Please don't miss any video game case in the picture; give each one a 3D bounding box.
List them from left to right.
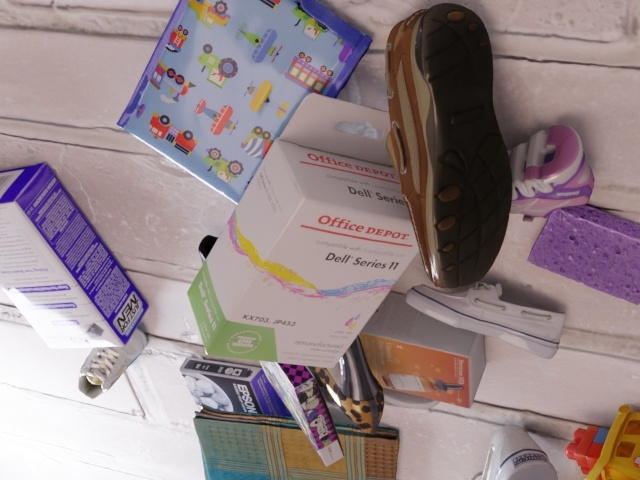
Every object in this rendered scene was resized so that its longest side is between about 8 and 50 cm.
[{"bbox_3d":[-0.051,0.221,1.713,0.232,0.041,0.210,50,164,45],"label":"video game case"}]

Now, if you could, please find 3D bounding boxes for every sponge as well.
[{"bbox_3d":[0.383,0.023,1.364,0.210,0.031,0.117,22,141,8],"label":"sponge"}]

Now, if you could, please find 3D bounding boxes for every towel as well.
[{"bbox_3d":[-0.042,0.407,1.970,0.370,0.040,0.271,6,138,6],"label":"towel"}]

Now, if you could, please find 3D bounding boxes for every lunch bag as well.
[{"bbox_3d":[-0.089,-0.211,1.323,0.221,0.138,0.293,34,131,-3],"label":"lunch bag"}]

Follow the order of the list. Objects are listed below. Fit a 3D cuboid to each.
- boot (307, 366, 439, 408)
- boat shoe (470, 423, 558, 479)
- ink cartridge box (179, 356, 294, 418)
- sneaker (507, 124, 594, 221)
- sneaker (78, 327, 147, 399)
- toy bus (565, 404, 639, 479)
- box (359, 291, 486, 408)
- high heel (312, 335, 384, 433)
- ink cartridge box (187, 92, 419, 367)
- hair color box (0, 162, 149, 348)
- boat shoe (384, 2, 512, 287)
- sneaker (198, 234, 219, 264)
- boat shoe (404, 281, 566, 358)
[{"bbox_3d":[0.085,0.232,1.730,0.258,0.095,0.123,18,147,25],"label":"boot"},{"bbox_3d":[0.308,0.455,1.793,0.135,0.156,0.367,-8,124,-8],"label":"boat shoe"},{"bbox_3d":[-0.134,0.305,1.960,0.208,0.045,0.206,4,135,24],"label":"ink cartridge box"},{"bbox_3d":[0.237,-0.064,1.315,0.236,0.095,0.104,-11,145,42],"label":"sneaker"},{"bbox_3d":[-0.391,0.221,1.980,0.087,0.092,0.229,32,140,-2],"label":"sneaker"},{"bbox_3d":[0.453,0.347,1.538,0.211,0.220,0.149,6,134,34],"label":"toy bus"},{"bbox_3d":[0.156,0.163,1.600,0.170,0.091,0.130,11,138,20],"label":"box"},{"bbox_3d":[0.008,0.183,1.620,0.261,0.093,0.186,24,133,64],"label":"high heel"},{"bbox_3d":[0.000,0.000,1.347,0.207,0.119,0.353,9,129,-31],"label":"ink cartridge box"},{"bbox_3d":[-0.462,0.035,1.808,0.185,0.110,0.339,-5,129,32],"label":"hair color box"},{"bbox_3d":[0.140,-0.110,1.239,0.120,0.122,0.324,13,110,57],"label":"boat shoe"},{"bbox_3d":[-0.057,0.035,1.571,0.302,0.108,0.121,-6,132,34],"label":"sneaker"},{"bbox_3d":[0.235,0.093,1.499,0.226,0.083,0.076,20,96,-3],"label":"boat shoe"}]
